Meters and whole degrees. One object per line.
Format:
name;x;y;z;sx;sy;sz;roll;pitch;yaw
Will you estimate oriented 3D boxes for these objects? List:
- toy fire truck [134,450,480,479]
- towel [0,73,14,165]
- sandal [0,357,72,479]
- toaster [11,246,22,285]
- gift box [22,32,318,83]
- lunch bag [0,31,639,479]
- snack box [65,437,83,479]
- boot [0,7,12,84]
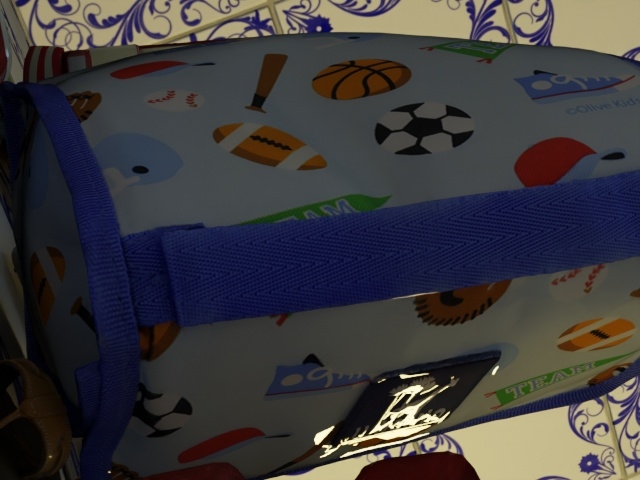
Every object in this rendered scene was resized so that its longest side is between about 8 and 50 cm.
toy fire truck;-0.017;0.227;0.395;0.254;0.169;0.302;-79;155;-54
towel;-0.347;-0.244;1.198;0.271;0.040;0.370;138;-69;-84
sandal;-0.134;0.084;0.561;0.180;0.049;0.072;90;-22;-73
toaster;-0.127;0.050;0.991;0.185;0.110;0.168;-30;102;-57
gift box;-0.148;-0.066;1.204;0.276;0.258;0.255;-178;-100;-67
lunch bag;0.000;0.000;0.702;0.385;0.327;0.239;-170;-107;-71
snack box;-0.153;0.178;0.896;0.178;0.022;0.064;78;-12;-56
boot;-0.254;-0.199;0.772;0.176;0.088;0.244;-135;-152;-78
